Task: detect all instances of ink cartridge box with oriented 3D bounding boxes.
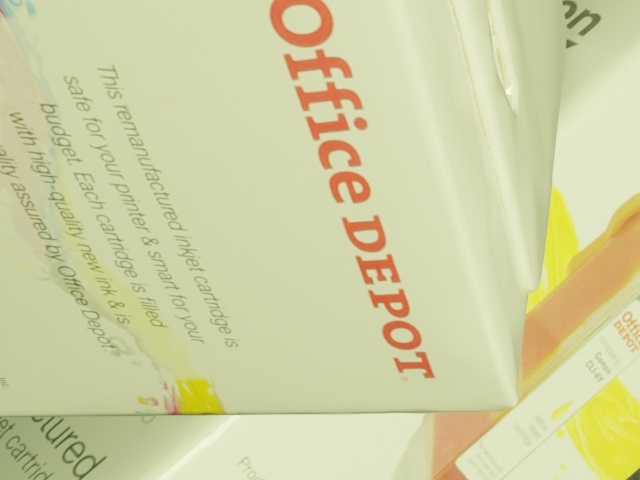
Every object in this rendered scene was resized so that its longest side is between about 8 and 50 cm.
[{"bbox_3d":[-0.058,-0.063,0.481,0.232,0.168,0.171,-2,136,18],"label":"ink cartridge box"},{"bbox_3d":[0.000,0.000,0.675,0.384,0.279,0.160,-40,126,-9],"label":"ink cartridge box"}]
